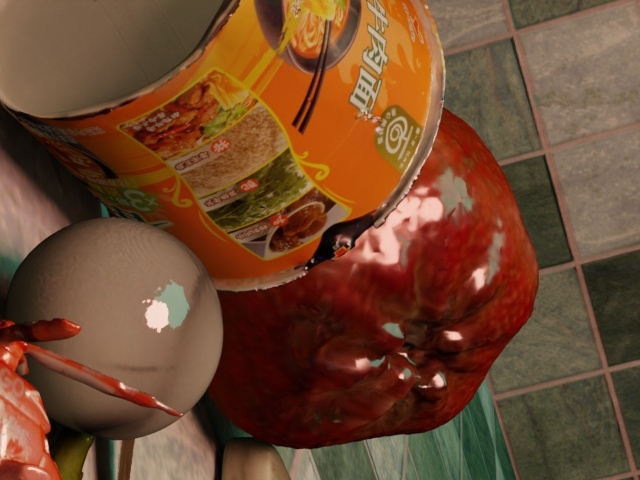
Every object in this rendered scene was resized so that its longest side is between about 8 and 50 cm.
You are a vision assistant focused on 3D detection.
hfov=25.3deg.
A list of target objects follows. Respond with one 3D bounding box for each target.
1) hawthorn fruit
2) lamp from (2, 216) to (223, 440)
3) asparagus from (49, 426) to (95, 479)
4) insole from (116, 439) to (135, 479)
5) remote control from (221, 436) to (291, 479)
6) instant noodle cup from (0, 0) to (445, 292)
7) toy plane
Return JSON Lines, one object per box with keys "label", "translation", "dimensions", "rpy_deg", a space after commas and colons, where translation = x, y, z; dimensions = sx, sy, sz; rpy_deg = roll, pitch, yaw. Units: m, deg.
{"label": "hawthorn fruit", "translation": [0.000, 0.000, 0.985], "dimensions": [0.300, 0.254, 0.254], "rpy_deg": [43, -20, 52]}
{"label": "lamp", "translation": [-0.097, 0.041, 0.666], "dimensions": [0.105, 0.105, 0.105], "rpy_deg": [-15, 90, -80]}
{"label": "asparagus", "translation": [-0.118, 0.098, 0.696], "dimensions": [0.248, 0.024, 0.025], "rpy_deg": [-79, -165, -69]}
{"label": "insole", "translation": [-0.101, 0.101, 0.747], "dimensions": [0.045, 0.002, 0.135], "rpy_deg": [83, 9, -66]}
{"label": "remote control", "translation": [-0.038, 0.247, 0.866], "dimensions": [0.309, 0.038, 0.090], "rpy_deg": [-91, 164, -52]}
{"label": "instant noodle cup", "translation": [-0.068, -0.108, 0.760], "dimensions": [0.182, 0.230, 0.230], "rpy_deg": [41, 34, -58]}
{"label": "toy plane", "translation": [-0.141, 0.034, 0.459], "dimensions": [0.077, 0.126, 0.194], "rpy_deg": [-66, 151, -29]}
